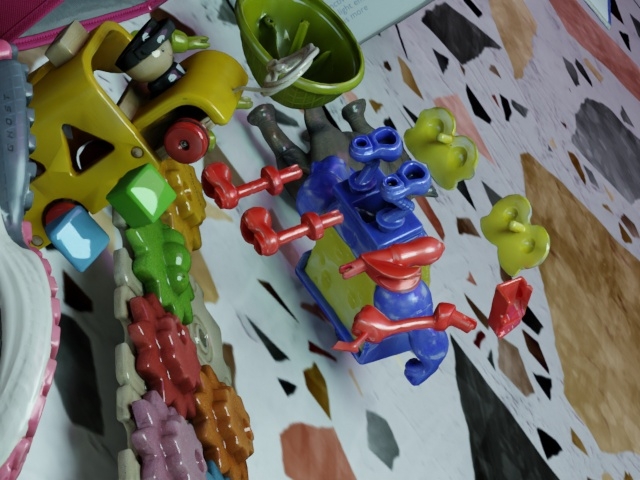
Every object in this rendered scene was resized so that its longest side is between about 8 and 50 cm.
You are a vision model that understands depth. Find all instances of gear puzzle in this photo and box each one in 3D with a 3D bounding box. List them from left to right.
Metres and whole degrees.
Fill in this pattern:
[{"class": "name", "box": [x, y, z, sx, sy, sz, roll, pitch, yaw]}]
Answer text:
[{"class": "gear puzzle", "box": [-0.079, 0.064, 1.199, 0.175, 0.044, 0.339, 59, 17, -44]}]

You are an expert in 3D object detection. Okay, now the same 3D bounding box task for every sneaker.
[{"class": "sneaker", "box": [-0.213, 0.021, 0.987, 0.112, 0.121, 0.299, 4, 54, -27]}]

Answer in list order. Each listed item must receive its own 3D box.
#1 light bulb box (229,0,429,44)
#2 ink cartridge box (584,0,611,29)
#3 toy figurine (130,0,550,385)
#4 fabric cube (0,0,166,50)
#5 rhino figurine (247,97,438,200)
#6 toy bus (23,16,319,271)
[{"class": "light bulb box", "box": [0.011, -0.377, 1.730, 0.361, 0.225, 0.358, 58, 24, -4]}, {"class": "ink cartridge box", "box": [0.140, -0.350, 1.595, 0.307, 0.072, 0.303, 51, 26, -25]}, {"class": "toy figurine", "box": [0.000, 0.000, 1.400, 0.362, 0.191, 0.217, 52, -27, 32]}, {"class": "fabric cube", "box": [-0.152, -0.319, 1.304, 0.258, 0.259, 0.254, 56, 24, -1]}, {"class": "rhino figurine", "box": [0.032, -0.064, 1.592, 0.243, 0.073, 0.106, 8, 51, -62]}, {"class": "toy bus", "box": [-0.133, -0.085, 1.155, 0.202, 0.191, 0.104, -47, 110, -20]}]
